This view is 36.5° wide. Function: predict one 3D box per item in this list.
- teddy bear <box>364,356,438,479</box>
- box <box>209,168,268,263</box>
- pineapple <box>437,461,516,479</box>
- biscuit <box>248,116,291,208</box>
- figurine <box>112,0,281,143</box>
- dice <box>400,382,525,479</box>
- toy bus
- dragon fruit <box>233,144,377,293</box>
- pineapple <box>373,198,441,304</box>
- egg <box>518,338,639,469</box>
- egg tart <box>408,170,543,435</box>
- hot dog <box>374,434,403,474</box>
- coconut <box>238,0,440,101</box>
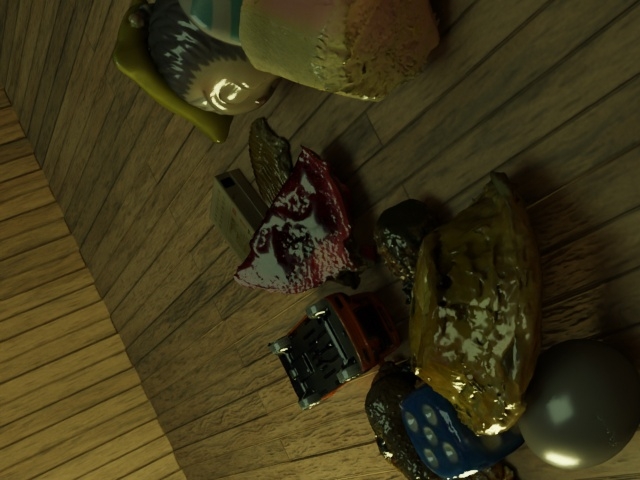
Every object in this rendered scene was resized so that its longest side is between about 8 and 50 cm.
[{"bbox_3d":[0.131,0.276,1.589,0.129,0.182,0.251,30,-175,-20],"label":"teddy bear"},{"bbox_3d":[-0.148,-0.028,1.961,0.201,0.058,0.141,53,150,27],"label":"box"},{"bbox_3d":[0.249,0.417,1.569,0.225,0.076,0.225,39,142,40],"label":"pineapple"},{"bbox_3d":[-0.073,-0.103,1.793,0.229,0.031,0.176,55,152,24],"label":"biscuit"},{"bbox_3d":[-0.118,-0.398,1.531,0.377,0.266,0.361,-31,53,32],"label":"figurine"},{"bbox_3d":[0.215,0.257,1.423,0.143,0.146,0.146,60,153,8],"label":"dice"},{"bbox_3d":[0.031,0.185,1.697,0.143,0.153,0.329,62,155,12],"label":"toy bus"},{"bbox_3d":[0.000,0.000,1.628,0.211,0.134,0.262,39,109,19],"label":"dragon fruit"},{"bbox_3d":[0.150,0.039,1.438,0.108,0.108,0.198,21,142,55],"label":"pineapple"},{"bbox_3d":[0.316,0.203,1.195,0.146,0.146,0.199,51,157,28],"label":"egg"},{"bbox_3d":[0.185,0.084,1.239,0.341,0.129,0.341,-177,90,-88],"label":"egg tart"},{"bbox_3d":[0.136,0.370,1.701,0.215,0.047,0.066,-148,63,-74],"label":"hot dog"},{"bbox_3d":[0.015,-0.295,1.268,0.245,0.233,0.233,32,138,42],"label":"coconut"}]
